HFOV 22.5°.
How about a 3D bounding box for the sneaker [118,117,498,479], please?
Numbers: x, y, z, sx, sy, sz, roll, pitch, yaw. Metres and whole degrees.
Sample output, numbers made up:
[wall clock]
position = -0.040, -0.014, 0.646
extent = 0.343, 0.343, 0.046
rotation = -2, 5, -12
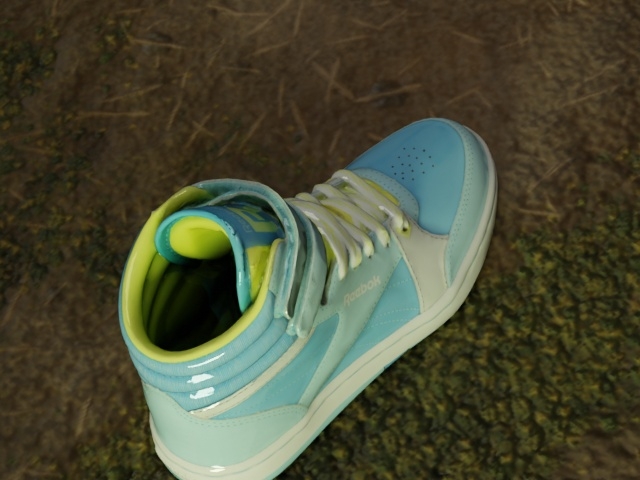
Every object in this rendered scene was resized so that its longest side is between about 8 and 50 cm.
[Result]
[sneaker]
position = 0.000, 0.000, 1.027
extent = 0.127, 0.208, 0.319
rotation = 29, 66, 27
